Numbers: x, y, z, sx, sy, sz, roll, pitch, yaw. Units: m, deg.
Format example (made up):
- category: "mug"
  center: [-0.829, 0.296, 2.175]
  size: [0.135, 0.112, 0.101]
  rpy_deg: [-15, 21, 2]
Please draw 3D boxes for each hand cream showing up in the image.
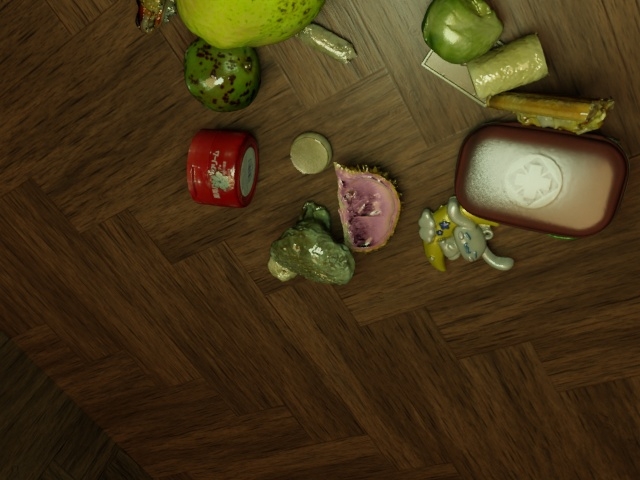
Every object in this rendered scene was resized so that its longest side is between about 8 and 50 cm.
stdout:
- category: "hand cream"
  center: [-0.271, -0.205, 1.529]
  size: [0.149, 0.230, 0.230]
  rpy_deg: [6, 123, 7]

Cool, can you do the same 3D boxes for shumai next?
- category: "shumai"
  center: [0.000, 0.000, 1.567]
  size: [0.261, 0.222, 0.225]
  rpy_deg: [19, 158, 32]

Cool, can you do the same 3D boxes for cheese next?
- category: "cheese"
  center: [0.433, -0.406, 1.250]
  size: [0.167, 0.123, 0.094]
  rpy_deg: [-15, 140, 21]

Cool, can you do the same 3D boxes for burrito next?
- category: "burrito"
  center: [0.006, -0.508, 1.367]
  size: [0.188, 0.045, 0.058]
  rpy_deg: [26, 132, -5]

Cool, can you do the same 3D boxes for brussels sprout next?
- category: "brussels sprout"
  center: [0.320, -0.483, 1.234]
  size: [0.183, 0.131, 0.145]
  rpy_deg: [25, 108, -16]

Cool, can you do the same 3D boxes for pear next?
- category: "pear"
  center: [-0.159, -0.599, 1.171]
  size: [0.391, 0.391, 0.391]
  rpy_deg: [7, 123, 11]

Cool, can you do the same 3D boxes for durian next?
- category: "durian"
  center: [0.146, -0.099, 1.559]
  size: [0.191, 0.112, 0.341]
  rpy_deg: [-5, 129, 7]

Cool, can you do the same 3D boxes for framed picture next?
- category: "framed picture"
  center: [0.374, -0.444, 1.328]
  size: [0.203, 0.015, 0.150]
  rpy_deg: [31, 124, -5]

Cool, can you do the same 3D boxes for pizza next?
- category: "pizza"
  center: [0.538, -0.298, 1.237]
  size: [0.223, 0.323, 0.089]
  rpy_deg: [-2, 109, -22]

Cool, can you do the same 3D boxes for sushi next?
- category: "sushi"
  center: [-0.412, -0.634, 1.372]
  size: [0.097, 0.103, 0.226]
  rpy_deg: [39, 131, 22]

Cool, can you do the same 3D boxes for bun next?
- category: "bun"
  center: [-0.125, 0.087, 1.766]
  size: [0.115, 0.069, 0.115]
  rpy_deg: [8, 123, 12]

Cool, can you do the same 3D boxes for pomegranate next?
- category: "pomegranate"
  center: [-0.270, -0.436, 1.406]
  size: [0.263, 0.211, 0.211]
  rpy_deg: [2, 126, 43]

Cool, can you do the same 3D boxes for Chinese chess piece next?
- category: "Chinese chess piece"
  center: [-0.026, -0.250, 1.538]
  size: [0.122, 0.051, 0.122]
  rpy_deg: [8, 124, 12]

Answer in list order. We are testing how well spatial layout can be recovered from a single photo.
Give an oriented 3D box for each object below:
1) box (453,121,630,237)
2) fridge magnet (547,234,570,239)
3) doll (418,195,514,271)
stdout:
- category: "box"
  center: [0.540, -0.154, 1.346]
  size: [0.404, 0.108, 0.263]
  rpy_deg: [14, 107, 22]
- category: "fridge magnet"
  center: [0.662, -0.093, 1.428]
  size: [0.208, 0.088, 0.208]
  rpy_deg: [9, 121, 16]
- category: "doll"
  center: [0.407, -0.007, 1.540]
  size: [0.237, 0.111, 0.252]
  rpy_deg: [-15, 108, 22]
